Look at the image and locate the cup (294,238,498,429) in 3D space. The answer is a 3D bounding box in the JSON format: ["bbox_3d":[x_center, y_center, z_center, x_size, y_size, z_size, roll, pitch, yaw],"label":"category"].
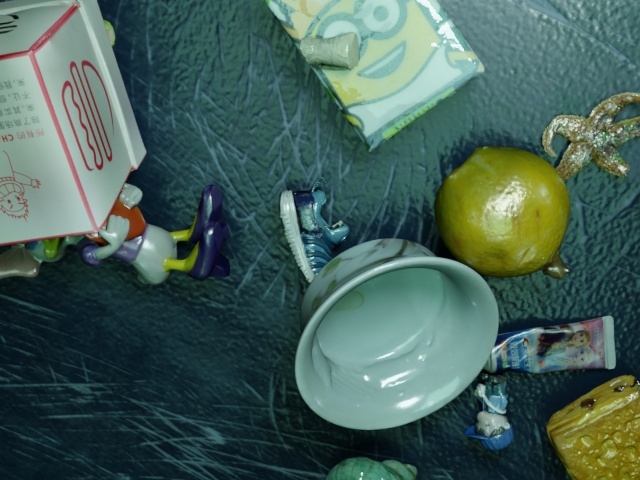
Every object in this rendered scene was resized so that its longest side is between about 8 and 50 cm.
[{"bbox_3d":[0.103,0.131,1.519,0.347,0.163,0.347,-10,126,-14],"label":"cup"}]

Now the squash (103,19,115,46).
[{"bbox_3d":[-0.466,-0.349,1.558,0.229,0.066,0.066,2,103,5],"label":"squash"}]

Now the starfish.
[{"bbox_3d":[0.451,-0.162,1.509,0.150,0.053,0.209,45,109,8],"label":"starfish"}]

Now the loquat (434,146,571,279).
[{"bbox_3d":[0.304,-0.030,1.466,0.213,0.213,0.246,-43,86,14],"label":"loquat"}]

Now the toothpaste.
[{"bbox_3d":[0.379,0.190,1.594,0.266,0.061,0.096,-6,102,2],"label":"toothpaste"}]

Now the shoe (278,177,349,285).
[{"bbox_3d":[0.000,0.000,1.570,0.106,0.091,0.207,-17,105,3],"label":"shoe"}]

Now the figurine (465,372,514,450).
[{"bbox_3d":[0.309,0.303,1.624,0.079,0.077,0.136,12,90,-31],"label":"figurine"}]

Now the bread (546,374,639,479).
[{"bbox_3d":[0.524,0.356,1.591,0.210,0.099,0.235,-34,103,15],"label":"bread"}]

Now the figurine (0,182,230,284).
[{"bbox_3d":[-0.361,-0.002,1.590,0.421,0.154,0.193,6,141,-3],"label":"figurine"}]

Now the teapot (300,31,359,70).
[{"bbox_3d":[0.013,-0.286,1.396,0.083,0.057,0.067,6,142,16],"label":"teapot"}]

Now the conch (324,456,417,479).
[{"bbox_3d":[0.085,0.464,1.656,0.188,0.122,0.175,-12,122,12],"label":"conch"}]

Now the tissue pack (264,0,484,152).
[{"bbox_3d":[0.082,-0.332,1.461,0.228,0.128,0.311,-34,97,15],"label":"tissue pack"}]

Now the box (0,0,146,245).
[{"bbox_3d":[-0.491,-0.189,1.442,0.314,0.300,0.312,-8,120,9],"label":"box"}]
